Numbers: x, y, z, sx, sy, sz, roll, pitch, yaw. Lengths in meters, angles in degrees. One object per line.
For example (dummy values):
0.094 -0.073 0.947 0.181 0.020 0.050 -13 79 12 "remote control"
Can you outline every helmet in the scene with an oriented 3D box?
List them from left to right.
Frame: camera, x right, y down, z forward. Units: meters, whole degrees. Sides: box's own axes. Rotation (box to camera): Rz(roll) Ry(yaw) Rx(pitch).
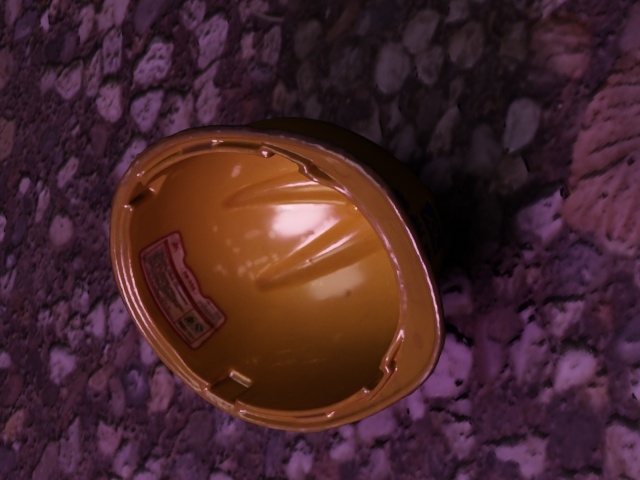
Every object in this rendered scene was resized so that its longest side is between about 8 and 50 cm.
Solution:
0.000 0.000 1.183 0.257 0.140 0.205 -10 108 40 "helmet"
